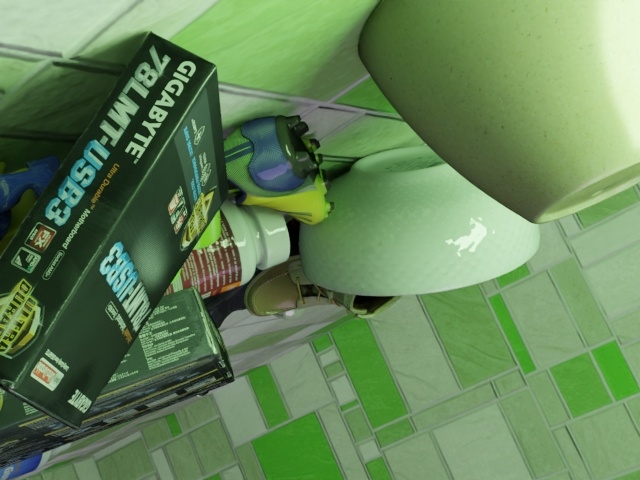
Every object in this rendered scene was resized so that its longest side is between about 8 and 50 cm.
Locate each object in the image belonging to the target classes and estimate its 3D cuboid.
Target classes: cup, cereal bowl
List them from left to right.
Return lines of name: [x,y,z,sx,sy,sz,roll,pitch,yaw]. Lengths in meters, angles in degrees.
cereal bowl: [0.130,-0.047,1.285,0.339,0.141,0.339,-8,-164,2]
cup: [0.237,-0.157,0.922,0.331,0.236,0.331,-24,169,-5]

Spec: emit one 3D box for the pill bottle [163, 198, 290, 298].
pill bottle: [-0.158,0.014,1.183,0.221,0.121,0.121,-19,167,-22]

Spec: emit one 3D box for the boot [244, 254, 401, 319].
boot: [0.007,0.071,1.328,0.213,0.077,0.165,-19,-160,-16]

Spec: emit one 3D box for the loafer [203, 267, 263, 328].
loafer: [-0.156,0.069,1.554,0.303,0.095,0.109,-33,152,-41]

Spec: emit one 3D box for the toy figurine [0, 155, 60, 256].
toy figurine: [-0.288,0.023,0.839,0.217,0.191,0.362,-24,171,-24]

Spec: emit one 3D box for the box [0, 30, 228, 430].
box: [-0.184,0.012,0.816,0.293,0.073,0.295,-62,176,-18]

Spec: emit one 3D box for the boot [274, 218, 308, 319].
boot: [0.000,0.000,1.548,0.244,0.088,0.176,-44,151,-44]

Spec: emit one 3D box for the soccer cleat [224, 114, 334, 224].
soccer cleat: [-0.055,-0.075,1.093,0.121,0.093,0.289,-16,167,5]

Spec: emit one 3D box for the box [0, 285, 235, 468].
box: [-0.313,0.191,1.165,0.395,0.097,0.318,-19,168,-6]

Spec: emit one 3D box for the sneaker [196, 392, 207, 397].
sneaker: [-0.380,0.254,1.714,0.385,0.147,0.145,-11,167,-16]

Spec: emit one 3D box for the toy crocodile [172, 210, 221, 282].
toy crocodile: [-0.270,0.014,1.035,0.341,0.105,0.115,-22,127,-8]

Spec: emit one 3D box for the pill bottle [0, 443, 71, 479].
pill bottle: [-0.659,0.422,1.931,0.152,0.152,0.272,-33,166,37]
